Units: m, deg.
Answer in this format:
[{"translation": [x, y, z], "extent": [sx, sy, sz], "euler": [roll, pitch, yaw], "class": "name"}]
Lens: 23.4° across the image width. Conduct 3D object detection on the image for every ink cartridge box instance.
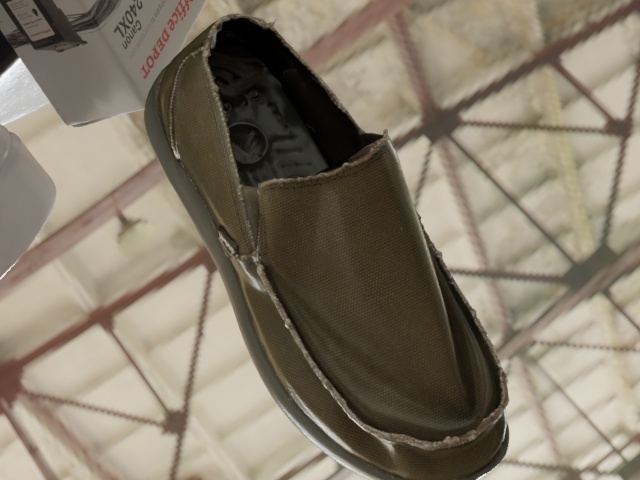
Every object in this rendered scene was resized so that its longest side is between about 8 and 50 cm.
[{"translation": [-0.134, -0.154, 0.850], "extent": [0.063, 0.109, 0.150], "euler": [-9, -50, 29], "class": "ink cartridge box"}]

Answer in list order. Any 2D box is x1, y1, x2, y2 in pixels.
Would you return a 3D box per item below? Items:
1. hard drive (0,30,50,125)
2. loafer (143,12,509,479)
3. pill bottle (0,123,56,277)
[{"translation": [-0.202, -0.151, 1.151], "extent": [0.172, 0.054, 0.255], "euler": [-37, 1, 31], "class": "hard drive"}, {"translation": [0.000, 0.000, 0.693], "extent": [0.094, 0.251, 0.087], "euler": [-28, -19, -25], "class": "loafer"}, {"translation": [-0.280, -0.087, 0.816], "extent": [0.161, 0.161, 0.283], "euler": [-39, -64, -2], "class": "pill bottle"}]
